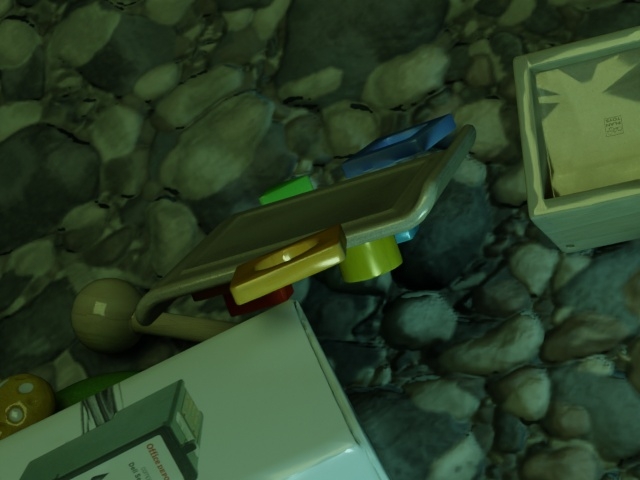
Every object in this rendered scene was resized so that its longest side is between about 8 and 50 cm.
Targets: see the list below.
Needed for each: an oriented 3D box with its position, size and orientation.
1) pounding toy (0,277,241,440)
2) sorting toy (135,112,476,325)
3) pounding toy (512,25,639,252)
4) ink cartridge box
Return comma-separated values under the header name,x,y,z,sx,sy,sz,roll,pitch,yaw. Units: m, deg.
name,x,y,z,sx,sy,sz,roll,pitch,yaw
pounding toy,-0.153,0.121,1.224,0.183,0.110,0.237,10,64,39
sorting toy,0.000,0.000,1.161,0.196,0.047,0.347,-21,9,17
pounding toy,0.199,-0.075,1.201,0.130,0.100,0.141,-12,67,21
ink cartridge box,-0.090,0.191,1.074,0.289,0.211,0.121,-26,46,0
